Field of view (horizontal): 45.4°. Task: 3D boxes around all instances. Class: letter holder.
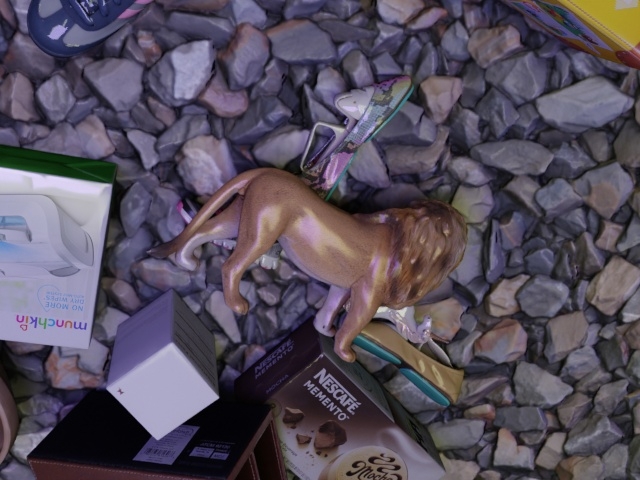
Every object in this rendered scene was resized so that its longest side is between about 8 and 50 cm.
[{"bbox_3d":[-0.212,0.349,1.066,0.302,0.152,0.214,0,115,21],"label":"letter holder"}]

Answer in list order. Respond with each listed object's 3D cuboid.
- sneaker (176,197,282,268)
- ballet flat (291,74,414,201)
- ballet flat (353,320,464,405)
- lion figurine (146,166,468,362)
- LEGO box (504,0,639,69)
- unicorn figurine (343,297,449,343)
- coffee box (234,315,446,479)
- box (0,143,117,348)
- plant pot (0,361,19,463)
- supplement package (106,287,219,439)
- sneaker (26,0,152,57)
[{"bbox_3d":[-0.115,-0.026,1.061,0.170,0.063,0.074,28,103,-23],"label":"sneaker"},{"bbox_3d":[0.033,-0.148,1.040,0.079,0.077,0.221,35,105,-16],"label":"ballet flat"},{"bbox_3d":[0.131,0.170,1.181,0.232,0.080,0.073,38,71,-22],"label":"ballet flat"},{"bbox_3d":[0.000,0.000,0.997,0.392,0.142,0.240,25,100,-25],"label":"lion figurine"},{"bbox_3d":[0.271,-0.480,0.858,0.500,0.193,0.372,23,104,-26],"label":"LEGO box"},{"bbox_3d":[0.107,0.092,1.125,0.162,0.060,0.111,5,76,4],"label":"unicorn figurine"},{"bbox_3d":[0.028,0.283,1.165,0.168,0.119,0.297,-39,111,8],"label":"coffee box"},{"bbox_3d":[-0.411,0.000,0.985,0.262,0.127,0.231,10,106,-14],"label":"box"},{"bbox_3d":[-0.506,0.201,1.030,0.238,0.109,0.237,4,119,7],"label":"plant pot"},{"bbox_3d":[-0.212,0.163,1.048,0.105,0.179,0.105,-34,112,4],"label":"supplement package"},{"bbox_3d":[-0.224,-0.330,0.894,0.319,0.131,0.112,-40,111,6],"label":"sneaker"}]
